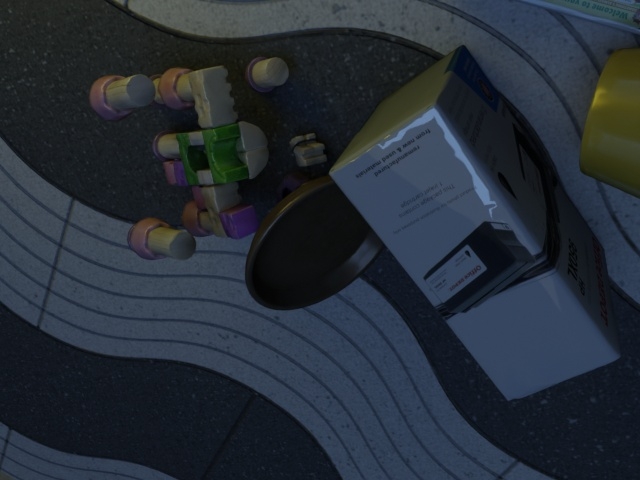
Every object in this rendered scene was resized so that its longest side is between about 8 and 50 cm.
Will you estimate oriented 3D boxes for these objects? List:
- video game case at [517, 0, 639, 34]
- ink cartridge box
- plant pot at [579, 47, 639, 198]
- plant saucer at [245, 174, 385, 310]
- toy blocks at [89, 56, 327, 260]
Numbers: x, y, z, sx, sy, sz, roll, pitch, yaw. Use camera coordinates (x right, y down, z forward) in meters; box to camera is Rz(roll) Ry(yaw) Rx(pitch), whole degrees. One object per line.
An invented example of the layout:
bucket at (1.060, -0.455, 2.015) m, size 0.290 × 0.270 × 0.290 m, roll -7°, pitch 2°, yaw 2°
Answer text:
video game case at (0.342, -0.377, 0.832) m, size 0.213 × 0.023 × 0.193 m, roll 19°, pitch 123°, yaw 8°
ink cartridge box at (0.225, -0.031, 0.915) m, size 0.166 × 0.285 × 0.395 m, roll -31°, pitch 105°, yaw 31°
plant pot at (0.460, -0.131, 0.814) m, size 0.239 × 0.254 × 0.253 m, roll 18°, pitch 124°, yaw 28°
plant saucer at (0.000, 0.000, 1.061) m, size 0.041 × 0.278 × 0.277 m, roll 52°, pitch 133°, yaw 35°
toy blocks at (-0.192, -0.138, 1.077) m, size 0.260 × 0.309 × 0.288 m, roll 8°, pitch 114°, yaw 54°
